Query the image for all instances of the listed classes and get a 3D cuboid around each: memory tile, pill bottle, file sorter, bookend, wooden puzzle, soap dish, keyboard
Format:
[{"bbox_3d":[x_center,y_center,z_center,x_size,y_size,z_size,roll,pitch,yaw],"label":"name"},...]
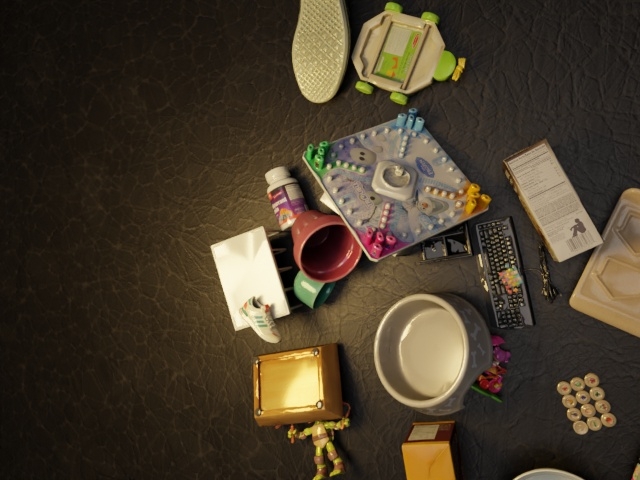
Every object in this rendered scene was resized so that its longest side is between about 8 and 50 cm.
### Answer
[{"bbox_3d":[0.722,0.444,1.368,0.113,0.012,0.148,-23,82,19],"label":"memory tile"},{"bbox_3d":[-0.109,-0.136,1.627,0.108,0.108,0.194,-24,81,18],"label":"pill bottle"},{"bbox_3d":[-0.193,0.118,1.622,0.192,0.173,0.278,-20,83,18],"label":"file sorter"},{"bbox_3d":[0.356,-0.018,1.474,0.156,0.072,0.158,-10,86,20],"label":"bookend"},{"bbox_3d":[0.867,0.080,1.287,0.321,0.080,0.348,25,103,19],"label":"wooden puzzle"},{"bbox_3d":[0.535,0.106,1.412,0.049,0.006,0.083,-28,79,24],"label":"wooden puzzle"},{"bbox_3d":[-0.081,0.450,1.577,0.290,0.118,0.229,-14,64,21],"label":"soap dish"},{"bbox_3d":[0.555,0.089,1.423,0.201,0.033,0.318,-13,86,20],"label":"keyboard"}]

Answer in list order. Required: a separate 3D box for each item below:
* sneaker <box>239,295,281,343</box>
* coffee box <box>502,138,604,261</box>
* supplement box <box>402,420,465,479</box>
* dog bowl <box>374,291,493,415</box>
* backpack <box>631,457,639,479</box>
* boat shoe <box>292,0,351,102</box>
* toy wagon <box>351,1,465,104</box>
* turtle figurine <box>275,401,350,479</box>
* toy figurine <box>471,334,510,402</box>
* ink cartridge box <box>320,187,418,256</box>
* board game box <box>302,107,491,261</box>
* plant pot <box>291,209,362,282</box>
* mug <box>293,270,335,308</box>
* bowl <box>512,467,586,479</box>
[{"bbox_3d":[-0.167,0.233,1.492,0.161,0.057,0.075,42,108,17],"label":"sneaker"},{"bbox_3d":[0.606,-0.101,1.332,0.118,0.168,0.297,-28,80,18],"label":"coffee box"},{"bbox_3d":[0.324,0.636,1.417,0.128,0.194,0.192,-11,86,20],"label":"supplement box"},{"bbox_3d":[0.297,0.308,1.407,0.348,0.102,0.349,-19,63,41],"label":"dog bowl"},{"bbox_3d":[0.896,0.610,1.218,0.225,0.191,0.254,25,103,18],"label":"backpack"},{"bbox_3d":[0.010,-0.687,1.568,0.186,0.156,0.501,2,102,15],"label":"boat shoe"},{"bbox_3d":[0.267,-0.548,1.513,0.344,0.068,0.268,24,98,18],"label":"toy wagon"},{"bbox_3d":[-0.005,0.635,1.594,0.269,0.087,0.218,-21,65,15],"label":"turtle figurine"},{"bbox_3d":[0.477,0.346,1.418,0.173,0.130,0.159,30,91,-4],"label":"toy figurine"},{"bbox_3d":[0.160,-0.079,1.477,0.278,0.201,0.117,38,101,16],"label":"ink cartridge box"},{"bbox_3d":[0.208,-0.175,1.381,0.389,0.050,0.390,-23,64,-19],"label":"board game box"},{"bbox_3d":[0.000,0.000,1.514,0.201,0.201,0.180,-58,33,11],"label":"plant pot"},{"bbox_3d":[-0.017,0.130,1.592,0.097,0.157,0.130,31,133,18],"label":"mug"},{"bbox_3d":[0.625,0.733,1.338,0.297,0.134,0.298,0,90,21],"label":"bowl"}]
